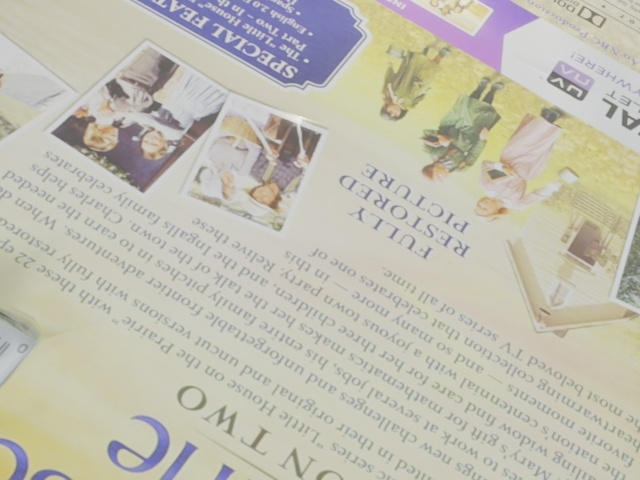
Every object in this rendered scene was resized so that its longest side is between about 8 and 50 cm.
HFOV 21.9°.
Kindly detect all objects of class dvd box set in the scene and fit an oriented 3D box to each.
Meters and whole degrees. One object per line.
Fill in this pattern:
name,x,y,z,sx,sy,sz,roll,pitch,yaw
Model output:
dvd box set,0.000,0.000,0.597,0.307,0.062,0.420,30,49,7
